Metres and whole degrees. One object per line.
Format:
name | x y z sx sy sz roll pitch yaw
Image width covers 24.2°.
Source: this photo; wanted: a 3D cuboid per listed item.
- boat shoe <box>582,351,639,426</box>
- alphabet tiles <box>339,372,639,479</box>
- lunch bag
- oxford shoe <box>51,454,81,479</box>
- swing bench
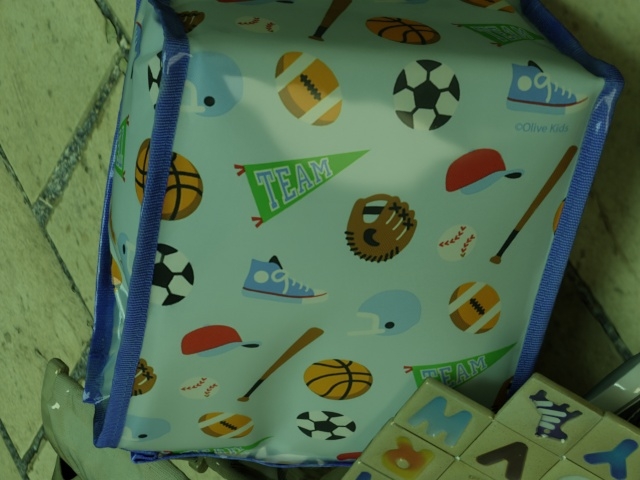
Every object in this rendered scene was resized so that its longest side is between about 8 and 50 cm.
boat shoe | 0.208 0.169 1.151 0.076 0.080 0.228 45 132 9
alphabet tiles | 0.152 0.235 1.149 0.285 0.011 0.342 30 134 -5
lunch bag | 0.000 0.000 1.121 0.239 0.328 0.385 -110 26 -60
oxford shoe | -0.221 0.308 1.690 0.348 0.123 0.130 0 96 50
swing bench | -0.091 0.208 1.384 0.253 0.255 0.165 34 126 41
